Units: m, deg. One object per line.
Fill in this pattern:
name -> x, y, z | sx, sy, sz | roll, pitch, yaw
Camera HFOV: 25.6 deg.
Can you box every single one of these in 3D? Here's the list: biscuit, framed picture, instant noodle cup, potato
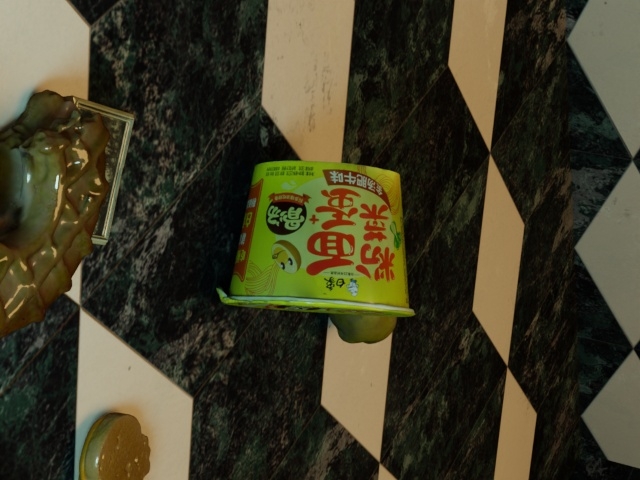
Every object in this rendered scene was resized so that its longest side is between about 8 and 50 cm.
biscuit -> -0.375, -0.025, 1.601 | 0.366, 0.115, 0.268 | -18, 117, -59
biscuit -> -0.296, 0.320, 1.983 | 0.170, 0.050, 0.170 | 7, 90, -71
framed picture -> -0.299, -0.087, 1.838 | 0.142, 0.011, 0.183 | 12, 90, -64
instant noodle cup -> 0.000, 0.000, 2.196 | 0.311, 0.311, 0.221 | 14, 78, -64
potato -> 0.078, 0.088, 2.526 | 0.154, 0.137, 0.200 | -15, 113, -62
